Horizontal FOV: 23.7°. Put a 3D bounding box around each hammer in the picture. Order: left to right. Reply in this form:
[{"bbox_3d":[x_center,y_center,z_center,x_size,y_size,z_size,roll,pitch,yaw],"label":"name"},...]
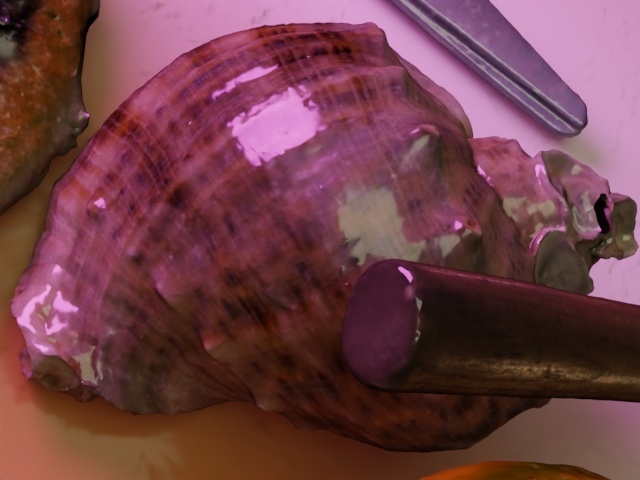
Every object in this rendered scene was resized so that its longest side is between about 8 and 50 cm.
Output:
[{"bbox_3d":[0.179,0.057,0.693,0.440,0.044,0.168,8,72,-43],"label":"hammer"}]

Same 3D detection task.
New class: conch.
[{"bbox_3d":[0.007,-0.001,0.693,0.291,0.159,0.210,-11,91,-16],"label":"conch"}]

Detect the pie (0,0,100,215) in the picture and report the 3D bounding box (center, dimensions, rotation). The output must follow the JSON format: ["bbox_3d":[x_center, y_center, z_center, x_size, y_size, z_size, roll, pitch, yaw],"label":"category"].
[{"bbox_3d":[-0.261,-0.109,0.659,0.371,0.078,0.296,-13,92,-33],"label":"pie"}]

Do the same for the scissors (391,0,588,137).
[{"bbox_3d":[-0.021,-0.212,0.823,0.447,0.029,0.192,43,67,0],"label":"scissors"}]

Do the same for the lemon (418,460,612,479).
[{"bbox_3d":[0.096,0.226,0.603,0.310,0.258,0.258,36,67,-9],"label":"lemon"}]
